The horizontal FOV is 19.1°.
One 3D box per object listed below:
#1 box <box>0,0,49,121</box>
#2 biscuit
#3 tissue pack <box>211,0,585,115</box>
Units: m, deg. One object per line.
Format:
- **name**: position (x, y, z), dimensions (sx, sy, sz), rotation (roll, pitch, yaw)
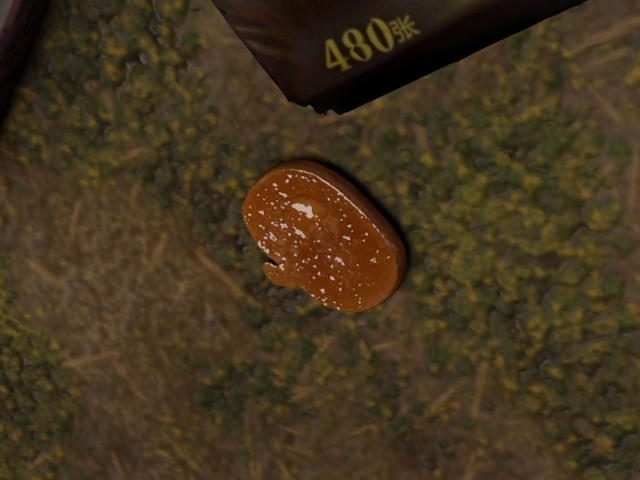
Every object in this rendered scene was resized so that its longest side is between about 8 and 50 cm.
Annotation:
- **box**: position (-0.214, -0.103, 0.986), dimensions (0.120, 0.069, 0.224), rotation (34, 130, 2)
- **biscuit**: position (0.000, 0.000, 0.981), dimensions (0.091, 0.015, 0.078), rotation (47, 130, -8)
- **tissue pack**: position (0.106, -0.222, 0.667), dimensions (0.370, 0.198, 0.210), rotation (-23, 114, 33)
